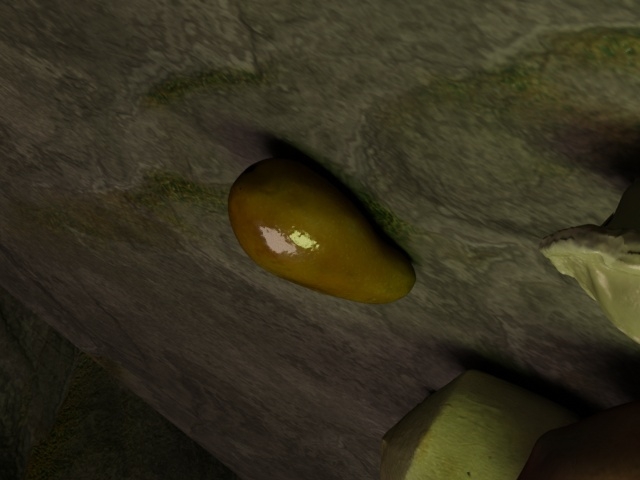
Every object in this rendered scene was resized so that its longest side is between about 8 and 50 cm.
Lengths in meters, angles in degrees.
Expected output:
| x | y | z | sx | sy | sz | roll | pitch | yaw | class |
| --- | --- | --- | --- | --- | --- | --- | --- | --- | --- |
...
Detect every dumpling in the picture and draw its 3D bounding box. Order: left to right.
| x | y | z | sx | sy | sz | roll | pitch | yaw | class |
| --- | --- | --- | --- | --- | --- | --- | --- | --- | --- |
| 0.242 | 0.014 | 1.042 | 0.199 | 0.118 | 0.136 | 5 | 160 | 13 | dumpling |

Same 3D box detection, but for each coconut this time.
| x | y | z | sx | sy | sz | roll | pitch | yaw | class |
| --- | --- | --- | --- | --- | --- | --- | --- | --- | --- |
| 0.183 | 0.272 | 1.735 | 0.247 | 0.245 | 0.245 | 24 | 163 | 26 | coconut |

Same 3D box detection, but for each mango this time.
| x | y | z | sx | sy | sz | roll | pitch | yaw | class |
| --- | --- | --- | --- | --- | --- | --- | --- | --- | --- |
| 0.000 | 0.000 | 1.499 | 0.136 | 0.099 | 0.227 | 4 | 158 | 47 | mango |

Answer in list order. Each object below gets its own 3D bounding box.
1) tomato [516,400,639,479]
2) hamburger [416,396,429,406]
| x | y | z | sx | sy | sz | roll | pitch | yaw | class |
| --- | --- | --- | --- | --- | --- | --- | --- | --- | --- |
| 0.310 | 0.298 | 1.433 | 0.321 | 0.322 | 0.321 | 29 | 165 | 9 | tomato |
| 0.214 | 0.443 | 1.998 | 0.445 | 0.287 | 0.268 | 48 | 177 | 20 | hamburger |
